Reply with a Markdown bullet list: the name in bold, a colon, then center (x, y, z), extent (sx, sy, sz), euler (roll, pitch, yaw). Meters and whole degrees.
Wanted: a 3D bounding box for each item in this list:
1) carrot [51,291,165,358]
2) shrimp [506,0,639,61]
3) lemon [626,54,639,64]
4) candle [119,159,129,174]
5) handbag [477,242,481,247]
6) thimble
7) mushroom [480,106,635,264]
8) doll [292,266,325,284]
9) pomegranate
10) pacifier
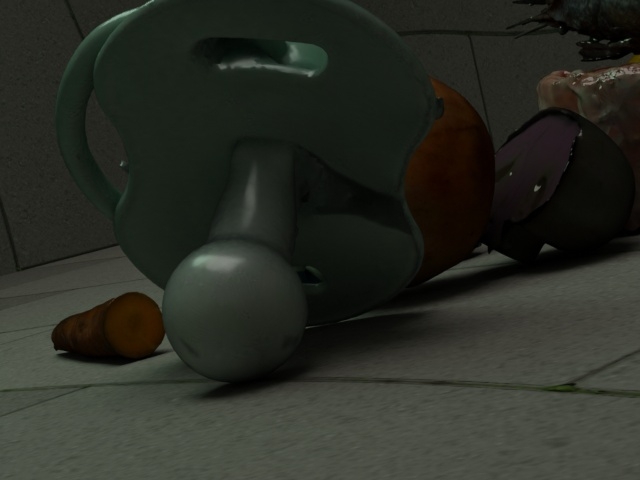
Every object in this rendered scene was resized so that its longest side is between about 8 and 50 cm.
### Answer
- **carrot**: center (-0.207, 0.082, 1.314), extent (0.057, 0.057, 0.224), euler (-15, 1, -28)
- **shrimp**: center (0.309, -0.239, 1.442), extent (0.145, 0.116, 0.343), euler (-11, 11, -34)
- **lemon**: center (0.453, -0.167, 1.763), extent (0.187, 0.187, 0.244), euler (-9, 8, 39)
- **candle**: center (-0.065, -0.076, 1.898), extent (0.342, 0.221, 0.221), euler (-12, 4, 28)
- **handbag**: center (0.001, 0.000, 1.538), extent (0.238, 0.089, 0.326), euler (-15, 6, -28)
- **thimble**: center (0.333, -0.100, 1.404), extent (0.239, 0.162, 0.239), euler (-10, 5, 1)
- **mushroom**: center (0.212, -0.040, 1.270), extent (0.117, 0.141, 0.188), euler (21, 4, -10)
- **doll**: center (-0.011, 0.034, 1.270), extent (0.050, 0.076, 0.083), euler (-48, 4, 12)
- **pomegranate**: center (0.057, -0.053, 1.241), extent (0.191, 0.191, 0.191), euler (-13, 4, 1)
- **pacifier**: center (-0.062, -0.017, 1.027), extent (0.288, 0.343, 0.269), euler (4, 43, 7)
